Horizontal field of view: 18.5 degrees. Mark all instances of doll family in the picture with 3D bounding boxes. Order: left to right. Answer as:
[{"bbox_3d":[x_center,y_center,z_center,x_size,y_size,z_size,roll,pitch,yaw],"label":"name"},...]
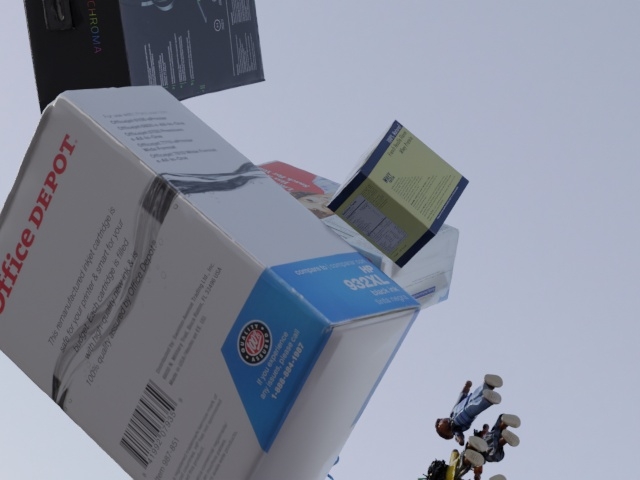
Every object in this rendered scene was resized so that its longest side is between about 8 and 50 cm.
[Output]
[{"bbox_3d":[0.160,0.234,2.143,0.076,0.193,0.111,30,-41,-5],"label":"doll family"}]

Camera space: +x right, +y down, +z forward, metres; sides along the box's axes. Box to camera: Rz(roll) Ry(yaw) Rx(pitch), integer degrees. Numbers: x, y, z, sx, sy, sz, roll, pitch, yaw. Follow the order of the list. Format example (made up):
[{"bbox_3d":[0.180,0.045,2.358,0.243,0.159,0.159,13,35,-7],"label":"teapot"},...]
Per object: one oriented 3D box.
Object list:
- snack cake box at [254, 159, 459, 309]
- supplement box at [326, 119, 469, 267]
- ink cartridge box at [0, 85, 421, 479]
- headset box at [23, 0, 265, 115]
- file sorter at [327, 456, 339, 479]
[{"bbox_3d":[0.000,0.000,2.169,0.264,0.152,0.089,23,-65,32],"label":"snack cake box"},{"bbox_3d":[0.065,-0.039,1.652,0.083,0.083,0.056,39,-47,-5],"label":"supplement box"},{"bbox_3d":[-0.108,0.053,1.539,0.307,0.129,0.223,40,-62,25],"label":"ink cartridge box"},{"bbox_3d":[-0.199,-0.270,2.135,0.131,0.283,0.246,-2,-78,31],"label":"headset box"},{"bbox_3d":[-0.032,0.261,2.721,0.118,0.104,0.170,32,-55,30],"label":"file sorter"}]
